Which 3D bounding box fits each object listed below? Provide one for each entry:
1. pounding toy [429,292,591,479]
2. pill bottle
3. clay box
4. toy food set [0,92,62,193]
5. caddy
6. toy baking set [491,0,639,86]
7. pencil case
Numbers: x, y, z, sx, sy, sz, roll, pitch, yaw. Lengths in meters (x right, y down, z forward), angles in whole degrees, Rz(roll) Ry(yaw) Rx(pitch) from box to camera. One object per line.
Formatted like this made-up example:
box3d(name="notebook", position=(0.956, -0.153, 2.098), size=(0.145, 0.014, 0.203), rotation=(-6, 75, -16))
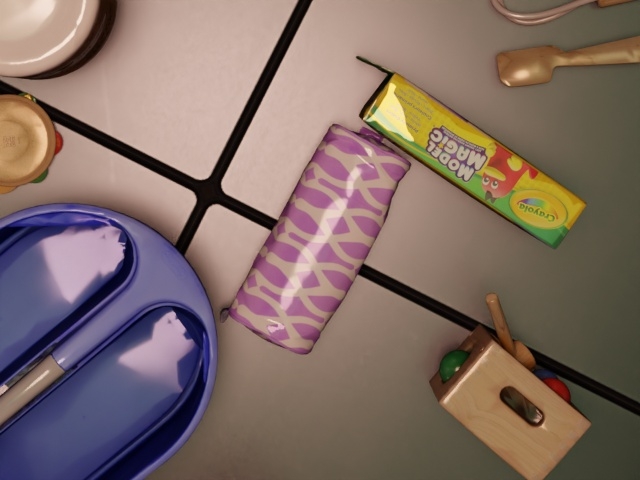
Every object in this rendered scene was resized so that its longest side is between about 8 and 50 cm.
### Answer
box3d(name="pounding toy", position=(0.159, 0.119, 1.461), size=(0.141, 0.130, 0.100), rotation=(41, 93, -4))
box3d(name="pill bottle", position=(-0.232, -0.194, 1.378), size=(0.131, 0.229, 0.131), rotation=(0, 95, -1))
box3d(name="clay box", position=(0.112, -0.078, 1.446), size=(0.222, 0.127, 0.053), rotation=(33, 94, -3))
box3d(name="toy food set", position=(-0.269, -0.086, 1.492), size=(0.083, 0.020, 0.083), rotation=(-21, 94, 1))
box3d(name="caddy", position=(-0.243, 0.118, 1.431), size=(0.341, 0.179, 0.241), rotation=(-40, 95, 2))
box3d(name="toy baking set", position=(0.259, -0.231, 1.487), size=(0.197, 0.030, 0.256), rotation=(21, 88, 3))
box3d(name="pencil case", position=(0.000, 0.000, 1.470), size=(0.086, 0.088, 0.206), rotation=(31, 95, 4))
